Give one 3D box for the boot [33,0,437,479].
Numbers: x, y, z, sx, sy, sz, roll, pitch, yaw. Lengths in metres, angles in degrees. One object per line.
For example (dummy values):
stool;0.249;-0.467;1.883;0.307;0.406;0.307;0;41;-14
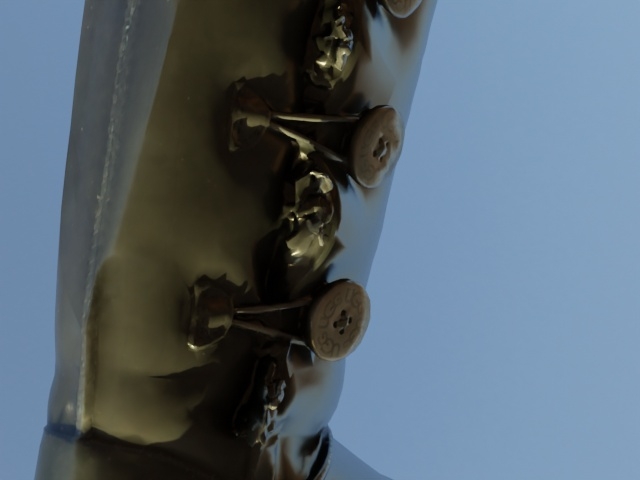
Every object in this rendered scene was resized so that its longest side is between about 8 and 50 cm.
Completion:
boot;-0.001;0.000;0.667;0.367;0.146;0.445;5;-87;-64
